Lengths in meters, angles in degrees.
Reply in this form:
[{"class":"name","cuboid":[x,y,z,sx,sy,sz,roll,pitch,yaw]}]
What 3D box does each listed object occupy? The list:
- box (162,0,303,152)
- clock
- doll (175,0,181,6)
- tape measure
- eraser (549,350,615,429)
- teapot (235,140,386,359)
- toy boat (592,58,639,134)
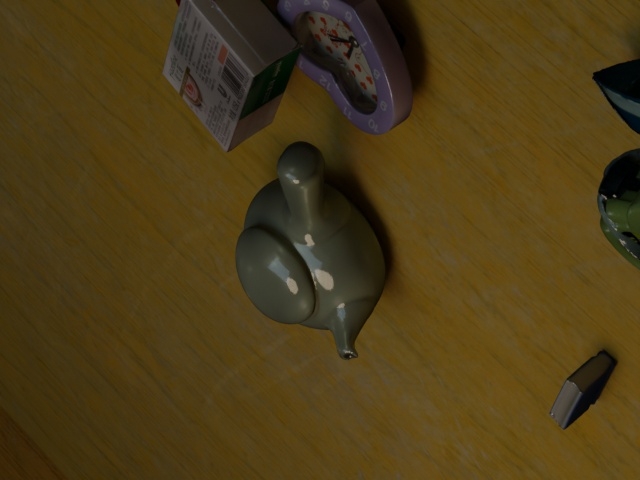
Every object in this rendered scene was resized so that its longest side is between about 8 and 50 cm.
[{"class":"box","cuboid":[-0.107,-0.212,2.228,0.135,0.081,0.199,51,154,11]},{"class":"clock","cuboid":[0.039,-0.223,2.127,0.198,0.064,0.172,46,151,15]},{"class":"doll","cuboid":[-0.139,-0.288,2.328,0.104,0.062,0.194,45,157,39]},{"class":"tape measure","cuboid":[0.354,-0.013,1.830,0.200,0.106,0.175,39,170,-32]},{"class":"eraser","cuboid":[0.296,0.169,2.144,0.027,0.063,0.084,42,148,19]},{"class":"teapot","cuboid":[-0.027,-0.016,2.338,0.220,0.149,0.318,21,136,42]},{"class":"toy boat","cuboid":[0.364,-0.126,1.742,0.299,0.096,0.061,12,138,52]}]
